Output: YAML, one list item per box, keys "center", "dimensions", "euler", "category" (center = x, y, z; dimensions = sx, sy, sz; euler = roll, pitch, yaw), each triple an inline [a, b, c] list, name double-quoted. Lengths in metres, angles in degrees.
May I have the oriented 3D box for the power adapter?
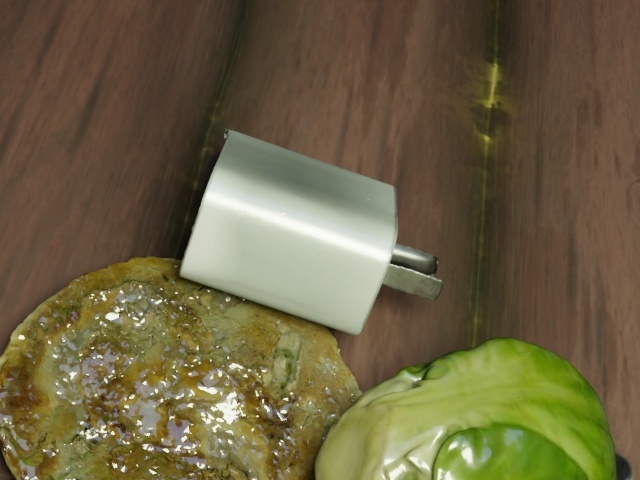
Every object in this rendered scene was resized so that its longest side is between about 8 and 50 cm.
- center: [0.000, 0.000, 1.114]
  dimensions: [0.255, 0.124, 0.187]
  euler: [19, 22, -5]
  category: "power adapter"

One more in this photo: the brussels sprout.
- center: [0.123, 0.202, 0.974]
  dimensions: [0.271, 0.219, 0.210]
  euler: [11, 48, -31]
  category: "brussels sprout"

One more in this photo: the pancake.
- center: [-0.119, 0.157, 1.031]
  dimensions: [0.356, 0.065, 0.356]
  euler: [9, 55, -13]
  category: "pancake"
